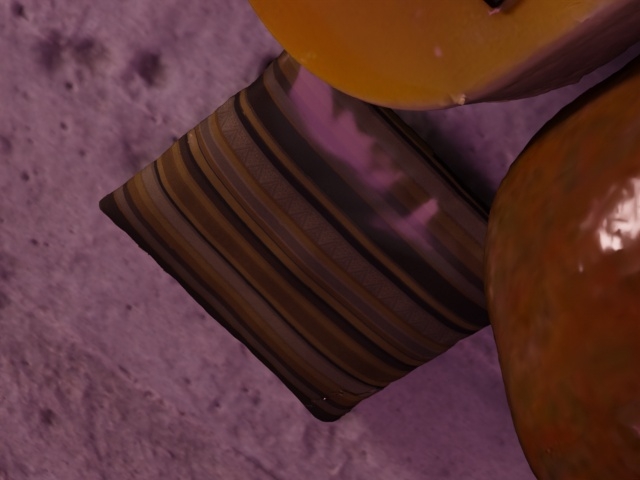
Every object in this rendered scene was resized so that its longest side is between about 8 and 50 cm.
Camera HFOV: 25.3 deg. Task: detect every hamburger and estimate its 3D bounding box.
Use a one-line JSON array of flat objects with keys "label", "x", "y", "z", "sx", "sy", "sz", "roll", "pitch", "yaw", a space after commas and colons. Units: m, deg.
[{"label": "hamburger", "x": 0.088, "y": -0.185, "z": 0.631, "sx": 0.295, "sy": 0.151, "sz": 0.227, "roll": -29, "pitch": 101, "yaw": 40}]

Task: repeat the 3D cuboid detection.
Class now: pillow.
[{"label": "pillow", "x": 0.000, "y": 0.000, "z": 0.850, "sx": 0.208, "sy": 0.052, "sz": 0.212, "roll": 45, "pitch": 130, "yaw": -12}]

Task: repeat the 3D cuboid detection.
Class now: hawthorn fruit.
[{"label": "hawthorn fruit", "x": 0.228, "y": 0.013, "z": 0.620, "sx": 0.268, "sy": 0.268, "sz": 0.301, "roll": 38, "pitch": 128, "yaw": -3}]
